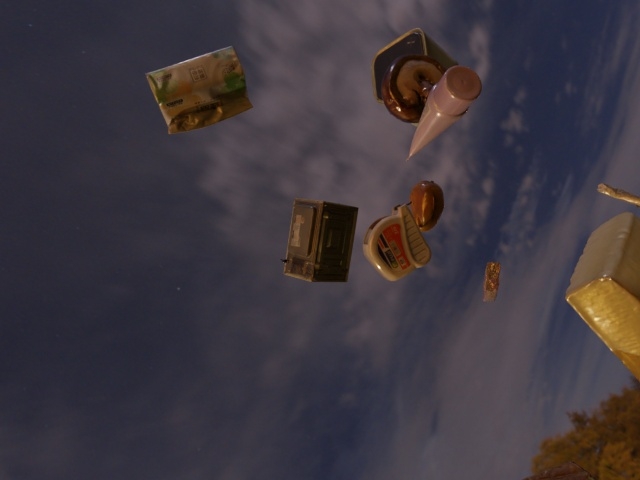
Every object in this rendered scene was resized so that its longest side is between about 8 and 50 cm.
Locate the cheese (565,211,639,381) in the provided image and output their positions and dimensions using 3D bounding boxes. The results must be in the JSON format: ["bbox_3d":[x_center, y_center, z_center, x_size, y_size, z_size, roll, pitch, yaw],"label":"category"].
[{"bbox_3d":[0.612,0.102,0.980,0.242,0.124,0.265,51,-133,-2],"label":"cheese"}]

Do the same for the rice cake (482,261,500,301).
[{"bbox_3d":[0.610,0.155,1.837,0.298,0.050,0.106,41,-124,-69],"label":"rice cake"}]

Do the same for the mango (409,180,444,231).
[{"bbox_3d":[0.477,-0.154,2.305,0.136,0.166,0.235,8,-91,-28],"label":"mango"}]

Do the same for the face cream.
[{"bbox_3d":[0.283,-0.304,1.234,0.154,0.096,0.274,-62,2,-19],"label":"face cream"}]

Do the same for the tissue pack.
[{"bbox_3d":[-0.298,-0.364,1.310,0.230,0.145,0.159,-22,-16,-9],"label":"tissue pack"}]

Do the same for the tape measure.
[{"bbox_3d":[0.304,0.012,2.069,0.265,0.130,0.258,-30,-82,-6],"label":"tape measure"}]

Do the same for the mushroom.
[{"bbox_3d":[0.274,-0.436,1.494,0.232,0.194,0.138,-14,-28,-21],"label":"mushroom"}]

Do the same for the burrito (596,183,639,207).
[{"bbox_3d":[1.191,-0.182,2.027,0.045,0.186,0.041,-49,-35,-18],"label":"burrito"}]

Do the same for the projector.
[{"bbox_3d":[0.372,-0.621,1.982,0.249,0.249,0.247,18,-119,-43],"label":"projector"}]

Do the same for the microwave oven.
[{"bbox_3d":[0.000,0.000,1.575,0.194,0.145,0.240,6,-86,-48],"label":"microwave oven"}]

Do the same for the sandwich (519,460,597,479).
[{"bbox_3d":[0.418,0.477,0.920,0.164,0.113,0.079,-17,-91,-4],"label":"sandwich"}]
